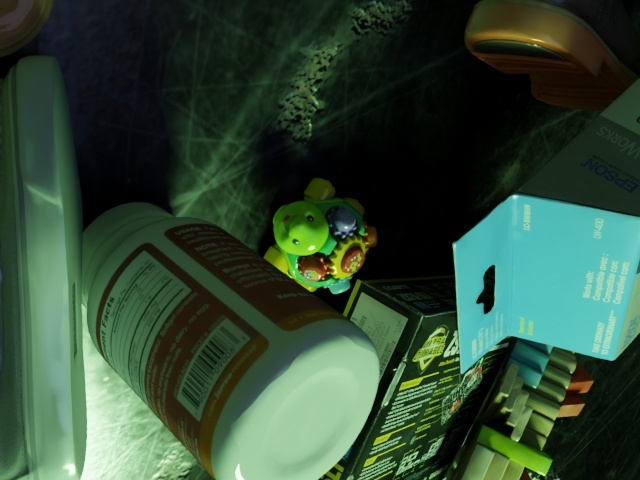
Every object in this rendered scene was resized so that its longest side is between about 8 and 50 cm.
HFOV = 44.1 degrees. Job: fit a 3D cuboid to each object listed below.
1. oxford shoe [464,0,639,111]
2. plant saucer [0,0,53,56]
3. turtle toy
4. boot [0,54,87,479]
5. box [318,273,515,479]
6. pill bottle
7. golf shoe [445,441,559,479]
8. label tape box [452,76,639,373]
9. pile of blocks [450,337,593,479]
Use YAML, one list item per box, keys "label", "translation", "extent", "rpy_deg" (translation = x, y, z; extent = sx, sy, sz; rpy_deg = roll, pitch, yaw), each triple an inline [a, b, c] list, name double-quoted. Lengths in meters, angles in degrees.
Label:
- label: "oxford shoe"
  translation: [0.265, -0.206, 0.774]
  extent: [0.363, 0.129, 0.133]
  rpy_deg: [9, 93, -57]
- label: "plant saucer"
  translation: [-0.184, -0.140, 0.431]
  extent: [0.083, 0.013, 0.084]
  rpy_deg: [-26, 132, -32]
- label: "turtle toy"
  translation: [0.000, 0.000, 0.675]
  extent: [0.130, 0.066, 0.095]
  rpy_deg: [30, 92, -51]
- label: "boot"
  translation: [-0.205, 0.023, 0.458]
  extent: [0.123, 0.095, 0.258]
  rpy_deg: [-1, 94, -10]
- label: "box"
  translation: [0.095, 0.164, 0.836]
  extent: [0.322, 0.079, 0.257]
  rpy_deg: [1, 113, -58]
- label: "pill bottle"
  translation: [-0.074, 0.058, 0.518]
  extent: [0.121, 0.216, 0.121]
  rpy_deg: [-25, 132, -32]
- label: "golf shoe"
  translation: [0.255, 0.359, 1.177]
  extent: [0.272, 0.105, 0.120]
  rpy_deg: [16, 119, -44]
- label: "label tape box"
  translation: [0.277, -0.007, 0.733]
  extent: [0.333, 0.106, 0.241]
  rpy_deg: [-41, 146, -17]
- label: "pile of blocks"
  translation: [0.262, 0.187, 0.944]
  extent: [0.362, 0.112, 0.149]
  rpy_deg: [-61, 169, -28]
